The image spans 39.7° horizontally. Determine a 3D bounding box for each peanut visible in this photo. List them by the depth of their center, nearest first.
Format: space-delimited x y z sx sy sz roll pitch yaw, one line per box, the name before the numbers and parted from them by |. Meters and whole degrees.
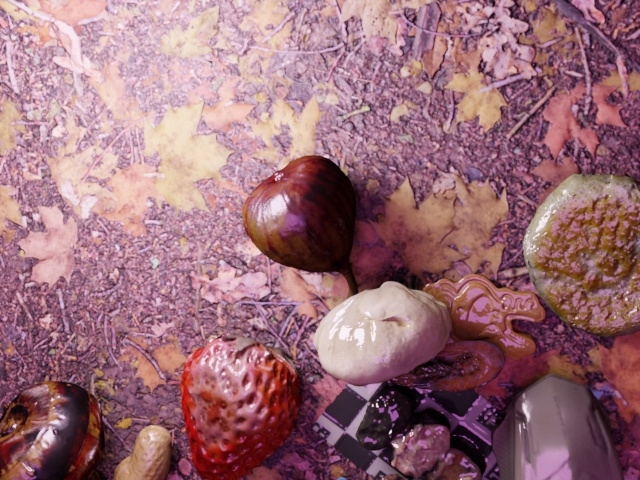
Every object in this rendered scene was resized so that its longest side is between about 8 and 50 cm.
peanut | -0.384 0.497 1.908 0.108 0.095 0.226 27 105 4

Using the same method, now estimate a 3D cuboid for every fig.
fig | 0.000 0.000 1.697 0.217 0.217 0.321 -24 122 17

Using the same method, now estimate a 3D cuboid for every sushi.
sushi | 0.195 0.405 1.744 0.373 0.100 0.296 39 107 4

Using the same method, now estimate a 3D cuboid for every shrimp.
shrimp | 0.229 0.237 1.682 0.251 0.052 0.143 -5 133 -12

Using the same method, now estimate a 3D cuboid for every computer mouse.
computer mouse | 0.453 0.465 1.655 0.228 0.145 0.428 -8 99 0

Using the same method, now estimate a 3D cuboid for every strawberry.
strawberry | -0.184 0.359 1.805 0.265 0.149 0.336 19 106 8

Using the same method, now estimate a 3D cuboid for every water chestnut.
water chestnut | -0.559 0.454 1.861 0.300 0.300 0.300 3 101 13

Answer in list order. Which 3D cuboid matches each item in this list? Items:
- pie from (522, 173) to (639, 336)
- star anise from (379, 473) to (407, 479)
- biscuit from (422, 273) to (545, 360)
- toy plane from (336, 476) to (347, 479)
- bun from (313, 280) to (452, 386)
pie | 0.528 0.029 1.608 0.323 0.070 0.323 4 105 14
star anise | 0.179 0.554 1.751 0.099 0.220 0.214 -29 97 -27
biscuit | 0.308 0.139 1.703 0.236 0.040 0.144 16 99 8
toy plane | 0.031 0.622 1.798 0.105 0.254 0.271 1 74 48
bun | 0.102 0.165 1.639 0.259 0.259 0.160 -24 100 17
